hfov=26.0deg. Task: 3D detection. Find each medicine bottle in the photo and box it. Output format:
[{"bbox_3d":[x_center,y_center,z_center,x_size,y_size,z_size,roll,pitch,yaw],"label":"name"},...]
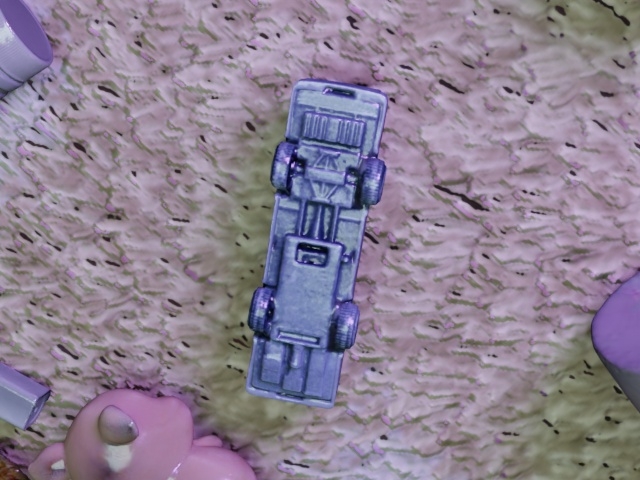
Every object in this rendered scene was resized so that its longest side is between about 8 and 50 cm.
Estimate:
[{"bbox_3d":[-0.209,-0.103,0.810,0.091,0.058,0.058,-31,98,11],"label":"medicine bottle"}]

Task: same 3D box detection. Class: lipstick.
[{"bbox_3d":[-0.224,0.082,0.872,0.107,0.025,0.025,27,104,5],"label":"lipstick"}]

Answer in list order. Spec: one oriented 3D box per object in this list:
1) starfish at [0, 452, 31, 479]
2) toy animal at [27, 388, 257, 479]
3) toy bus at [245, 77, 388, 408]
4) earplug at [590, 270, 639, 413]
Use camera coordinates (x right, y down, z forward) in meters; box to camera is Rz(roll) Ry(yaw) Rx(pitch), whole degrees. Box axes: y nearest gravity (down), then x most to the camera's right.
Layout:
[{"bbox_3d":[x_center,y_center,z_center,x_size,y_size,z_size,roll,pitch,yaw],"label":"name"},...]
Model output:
[{"bbox_3d":[-0.270,0.180,0.869,0.190,0.074,0.146,-40,90,11],"label":"starfish"},{"bbox_3d":[-0.094,0.141,0.844,0.150,0.089,0.083,28,101,-11],"label":"toy animal"},{"bbox_3d":[0.000,0.000,0.806,0.064,0.075,0.191,11,105,4],"label":"toy bus"},{"bbox_3d":[0.283,0.155,0.782,0.172,0.172,0.301,-21,107,10],"label":"earplug"}]
